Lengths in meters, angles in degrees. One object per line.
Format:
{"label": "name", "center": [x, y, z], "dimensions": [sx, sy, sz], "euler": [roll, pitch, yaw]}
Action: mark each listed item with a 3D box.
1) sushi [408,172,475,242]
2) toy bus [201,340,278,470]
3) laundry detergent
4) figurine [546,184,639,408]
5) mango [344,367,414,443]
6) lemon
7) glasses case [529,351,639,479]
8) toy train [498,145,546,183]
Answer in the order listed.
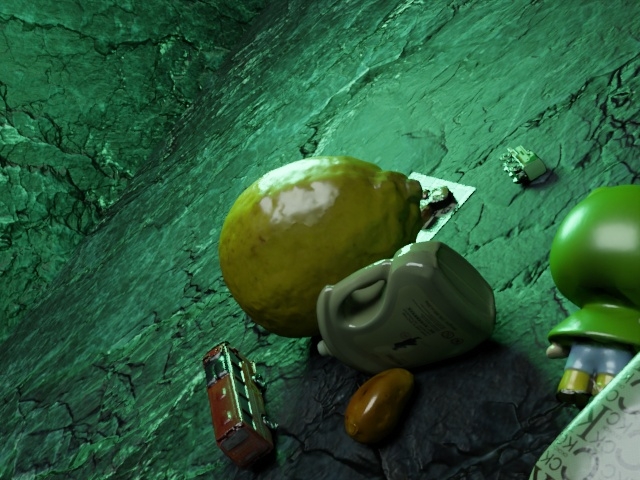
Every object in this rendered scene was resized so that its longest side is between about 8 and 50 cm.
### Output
{"label": "sushi", "center": [0.158, -0.068, 1.308], "dimensions": [0.139, 0.031, 0.201], "euler": [-47, 28, -10]}
{"label": "toy bus", "center": [-0.128, 0.246, 1.155], "dimensions": [0.073, 0.096, 0.235], "euler": [-37, 29, 4]}
{"label": "laundry detergent", "center": [0.091, 0.102, 0.999], "dimensions": [0.253, 0.181, 0.091], "euler": [-29, 35, 35]}
{"label": "figurine", "center": [0.325, 0.055, 0.820], "dimensions": [0.162, 0.143, 0.263], "euler": [0, 60, 46]}
{"label": "mango", "center": [0.077, 0.212, 0.979], "dimensions": [0.114, 0.060, 0.080], "euler": [-50, 13, -11]}
{"label": "lemon", "center": [-0.007, 0.003, 1.159], "dimensions": [0.285, 0.285, 0.316], "euler": [-78, 11, -49]}
{"label": "glasses case", "center": [0.339, 0.156, 0.682], "dimensions": [0.355, 0.085, 0.137], "euler": [-43, 42, -4]}
{"label": "toy train", "center": [0.315, -0.121, 1.184], "dimensions": [0.053, 0.033, 0.083], "euler": [-30, 29, 10]}
